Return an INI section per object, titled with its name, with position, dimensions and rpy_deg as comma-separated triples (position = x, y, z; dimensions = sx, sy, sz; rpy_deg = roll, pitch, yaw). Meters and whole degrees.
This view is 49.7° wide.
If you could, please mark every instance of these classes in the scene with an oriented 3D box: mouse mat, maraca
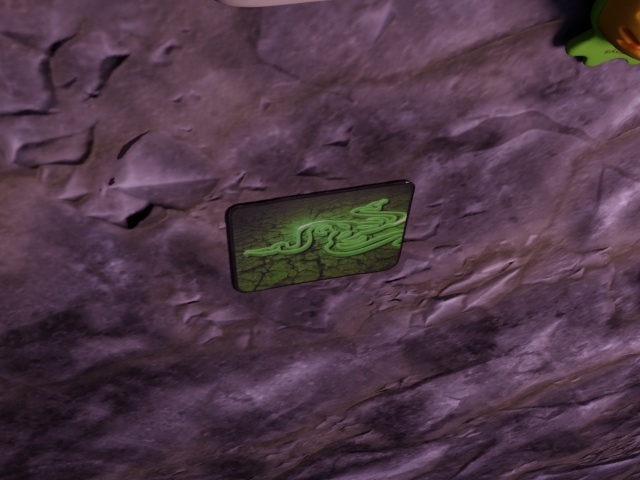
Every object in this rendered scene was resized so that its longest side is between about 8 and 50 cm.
[mouse mat]
position = 0.000, 0.000, 0.722
dimensions = 0.190, 0.007, 0.152
rpy_deg = -10, 144, -10
[maraca]
position = 0.261, -0.176, 0.513
dimensions = 0.127, 0.099, 0.185
rpy_deg = 0, 168, -6

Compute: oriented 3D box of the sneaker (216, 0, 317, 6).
[sneaker]
position = 0.032, -0.207, 0.389
dimensions = 0.222, 0.083, 0.118
rpy_deg = -12, 144, -4
